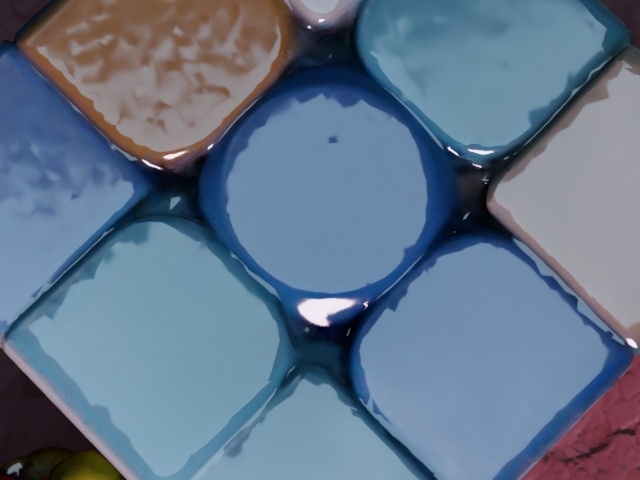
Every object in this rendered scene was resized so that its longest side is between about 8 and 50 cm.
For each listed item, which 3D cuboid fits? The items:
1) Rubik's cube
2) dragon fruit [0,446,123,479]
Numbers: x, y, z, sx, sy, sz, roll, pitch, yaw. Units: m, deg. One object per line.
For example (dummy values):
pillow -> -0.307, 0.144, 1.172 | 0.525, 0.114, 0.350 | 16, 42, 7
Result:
Rubik's cube -> 0.000, 0.000, 1.011 | 0.344, 0.347, 0.346 | 44, 83, 7
dragon fruit -> -0.193, 0.244, 1.011 | 0.307, 0.243, 0.228 | -19, 64, 24
